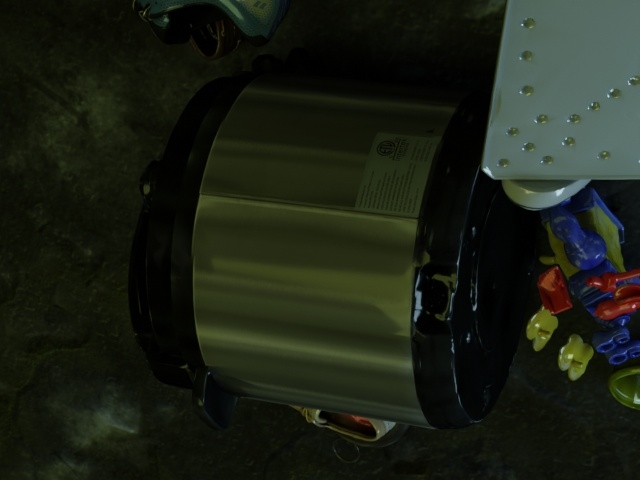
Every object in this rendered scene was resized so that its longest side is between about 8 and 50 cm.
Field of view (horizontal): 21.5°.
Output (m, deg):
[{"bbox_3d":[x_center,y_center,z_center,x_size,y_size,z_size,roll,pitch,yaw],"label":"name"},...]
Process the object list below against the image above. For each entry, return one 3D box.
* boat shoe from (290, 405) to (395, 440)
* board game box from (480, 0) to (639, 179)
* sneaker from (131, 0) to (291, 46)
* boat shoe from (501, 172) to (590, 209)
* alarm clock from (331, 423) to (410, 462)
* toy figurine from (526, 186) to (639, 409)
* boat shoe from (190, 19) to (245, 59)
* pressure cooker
[{"bbox_3d":[0.008,0.196,2.030,0.170,0.059,0.063,16,122,18],"label":"boat shoe"},{"bbox_3d":[0.352,-0.205,1.484,0.390,0.050,0.390,-1,138,-3],"label":"board game box"},{"bbox_3d":[-0.181,-0.293,1.811,0.330,0.130,0.147,21,96,20],"label":"sneaker"},{"bbox_3d":[0.249,-0.082,1.716,0.095,0.258,0.084,21,126,19],"label":"boat shoe"},{"bbox_3d":[0.053,0.209,2.092,0.129,0.064,0.192,27,128,11],"label":"alarm clock"},{"bbox_3d":[0.332,0.025,1.819,0.191,0.217,0.362,-26,147,20],"label":"toy figurine"},{"bbox_3d":[-0.144,-0.305,1.905,0.073,0.073,0.207,-16,107,35],"label":"boat shoe"},{"bbox_3d":[-0.001,-0.004,1.815,0.421,0.370,0.375,7,115,19],"label":"pressure cooker"}]
